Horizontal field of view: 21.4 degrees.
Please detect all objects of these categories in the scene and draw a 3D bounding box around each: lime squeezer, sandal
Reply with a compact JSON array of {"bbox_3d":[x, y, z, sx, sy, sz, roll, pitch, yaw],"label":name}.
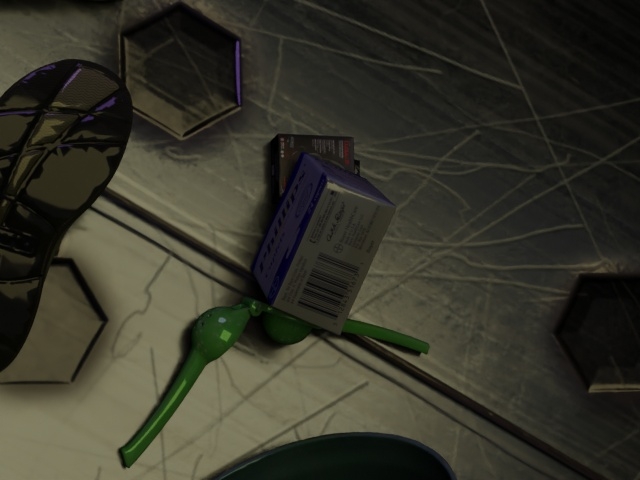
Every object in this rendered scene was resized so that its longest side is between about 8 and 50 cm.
[{"bbox_3d":[-0.047,0.101,1.545,0.310,0.059,0.110,-19,86,-19],"label":"lime squeezer"},{"bbox_3d":[-0.271,-0.025,1.495,0.120,0.086,0.303,28,89,-16],"label":"sandal"}]

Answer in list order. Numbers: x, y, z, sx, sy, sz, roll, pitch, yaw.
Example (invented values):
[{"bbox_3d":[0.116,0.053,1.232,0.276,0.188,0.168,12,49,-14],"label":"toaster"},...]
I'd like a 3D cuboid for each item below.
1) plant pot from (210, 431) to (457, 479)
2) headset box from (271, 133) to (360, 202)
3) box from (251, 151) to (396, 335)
[{"bbox_3d":[0.007,0.327,1.424,0.293,0.293,0.196,-31,116,-19],"label":"plant pot"},{"bbox_3d":[-0.003,-0.067,1.600,0.083,0.032,0.062,2,80,-14],"label":"headset box"},{"bbox_3d":[0.000,0.000,1.515,0.072,0.137,0.126,22,97,-13],"label":"box"}]
